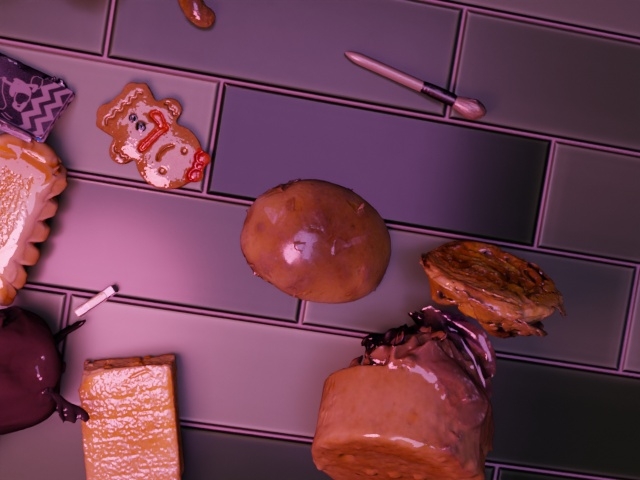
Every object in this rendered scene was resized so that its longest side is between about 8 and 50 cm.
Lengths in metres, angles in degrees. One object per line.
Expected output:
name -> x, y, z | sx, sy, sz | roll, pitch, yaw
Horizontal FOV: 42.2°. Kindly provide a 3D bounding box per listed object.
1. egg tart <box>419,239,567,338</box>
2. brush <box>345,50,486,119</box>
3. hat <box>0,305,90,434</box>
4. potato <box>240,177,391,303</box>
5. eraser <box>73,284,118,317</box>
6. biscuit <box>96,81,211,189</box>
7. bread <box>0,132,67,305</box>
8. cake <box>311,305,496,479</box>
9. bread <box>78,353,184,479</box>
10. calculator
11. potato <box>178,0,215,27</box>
egg tart -> 0.308, 0.102, 1.523 | 0.297, 0.297, 0.132 | 15, 108, -6
brush -> 0.186, -0.305, 1.604 | 0.299, 0.042, 0.039 | 24, 93, -5
hat -> -0.526, 0.274, 1.487 | 0.208, 0.238, 0.336 | 14, 111, -21
potato -> 0.000, 0.000, 1.569 | 0.299, 0.116, 0.239 | 21, 86, -8
eraser -> -0.423, 0.114, 1.563 | 0.083, 0.038, 0.019 | -35, 91, -4
biscuit -> -0.313, -0.187, 1.561 | 0.166, 0.036, 0.225 | -39, 96, -4
bread -> -0.572, -0.041, 1.498 | 0.172, 0.121, 0.311 | 26, 88, -9
cake -> 0.163, 0.286, 1.530 | 0.332, 0.332, 0.321 | 21, 57, -7
bread -> -0.350, 0.359, 1.549 | 0.184, 0.114, 0.275 | -4, 92, -2
calculator -> -0.595, -0.278, 1.483 | 0.274, 0.028, 0.166 | 25, 49, -6
potato -> -0.235, -0.436, 1.551 | 0.092, 0.045, 0.046 | 53, 51, -8
